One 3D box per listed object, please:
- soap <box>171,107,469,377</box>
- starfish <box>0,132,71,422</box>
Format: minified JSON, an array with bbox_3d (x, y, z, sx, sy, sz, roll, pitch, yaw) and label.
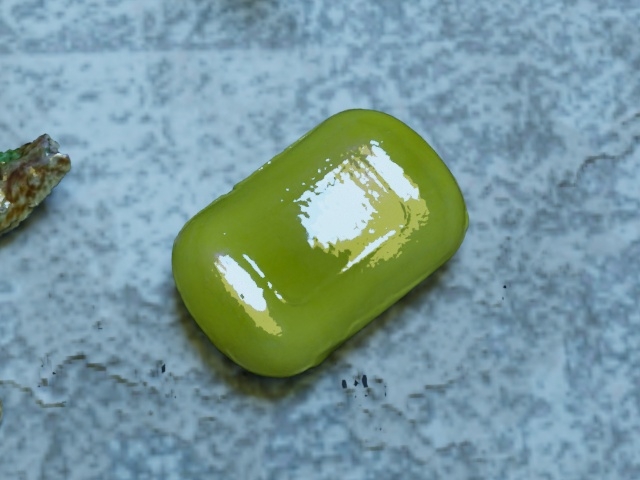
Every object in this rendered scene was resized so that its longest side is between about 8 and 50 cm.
[{"bbox_3d":[0.000,0.000,0.836,0.140,0.045,0.089,-37,78,-17],"label":"soap"},{"bbox_3d":[-0.182,-0.012,0.823,0.150,0.053,0.210,-22,80,-1],"label":"starfish"}]
